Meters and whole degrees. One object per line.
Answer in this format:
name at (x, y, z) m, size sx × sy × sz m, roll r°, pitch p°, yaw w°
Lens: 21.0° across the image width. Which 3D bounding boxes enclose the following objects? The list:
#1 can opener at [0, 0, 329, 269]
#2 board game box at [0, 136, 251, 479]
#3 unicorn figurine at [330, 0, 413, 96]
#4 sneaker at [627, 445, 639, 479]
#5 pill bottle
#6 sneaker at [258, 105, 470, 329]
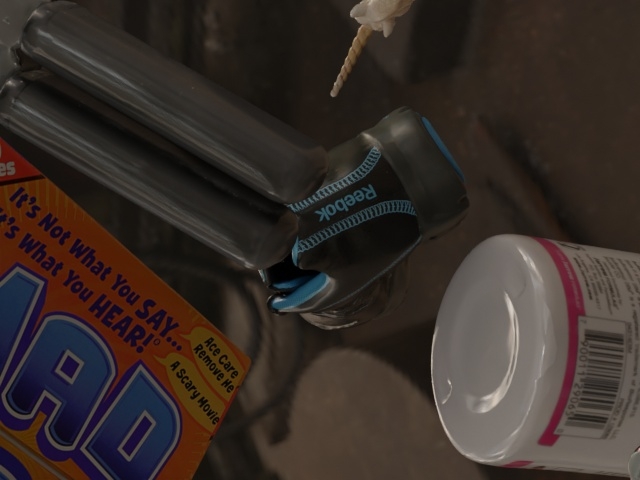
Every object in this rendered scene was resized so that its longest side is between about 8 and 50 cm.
can opener at (-0.118, -0.086, 0.881) m, size 0.283 × 0.095 × 0.076 m, roll 30°, pitch 111°, yaw 13°
board game box at (-0.354, 0.135, 1.405) m, size 0.357 × 0.356 × 0.356 m, roll 7°, pitch 151°, yaw 44°
unicorn figurine at (0.070, -0.139, 0.801) m, size 0.111 × 0.162 × 0.060 m, roll -96°, pitch -12°, yaw -58°
sneaker at (0.226, 0.134, 0.949) m, size 0.057 × 0.119 × 0.047 m, roll -71°, pitch -4°, yaw -77°
pill bottle at (0.236, 0.091, 1.230) m, size 0.160 × 0.283 × 0.160 m, roll -171°, pitch 90°, yaw -66°
sneaker at (0.000, 0.000, 1.332) m, size 0.125 × 0.140 × 0.341 m, roll 59°, pitch 163°, yaw 12°
